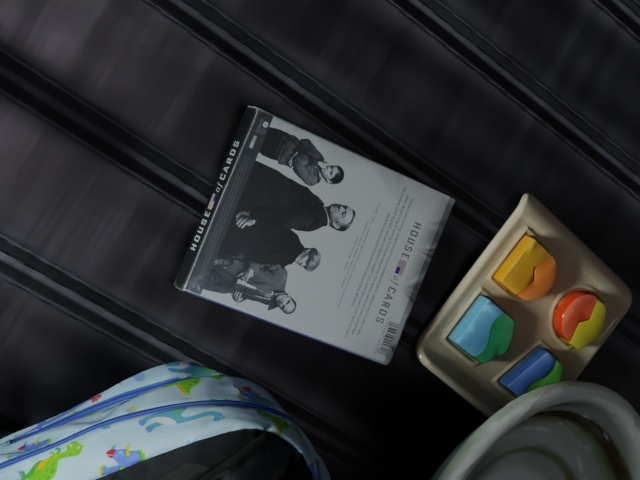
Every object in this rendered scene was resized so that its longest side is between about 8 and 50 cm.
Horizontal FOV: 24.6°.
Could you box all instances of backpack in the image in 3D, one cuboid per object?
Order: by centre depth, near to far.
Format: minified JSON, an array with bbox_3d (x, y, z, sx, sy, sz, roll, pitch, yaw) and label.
[{"bbox_3d":[-0.161,0.255,1.237,0.355,0.273,0.290,-24,111,1],"label":"backpack"}]

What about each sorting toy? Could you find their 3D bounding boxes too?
[{"bbox_3d":[0.217,0.086,1.508,0.193,0.038,0.208,40,81,-29],"label":"sorting toy"}]

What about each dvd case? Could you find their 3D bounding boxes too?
[{"bbox_3d":[0.000,0.000,1.375,0.238,0.029,0.179,23,90,-31],"label":"dvd case"}]

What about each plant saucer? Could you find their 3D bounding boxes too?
[{"bbox_3d":[0.186,0.323,1.482,0.400,0.100,0.401,-15,112,-40],"label":"plant saucer"}]
